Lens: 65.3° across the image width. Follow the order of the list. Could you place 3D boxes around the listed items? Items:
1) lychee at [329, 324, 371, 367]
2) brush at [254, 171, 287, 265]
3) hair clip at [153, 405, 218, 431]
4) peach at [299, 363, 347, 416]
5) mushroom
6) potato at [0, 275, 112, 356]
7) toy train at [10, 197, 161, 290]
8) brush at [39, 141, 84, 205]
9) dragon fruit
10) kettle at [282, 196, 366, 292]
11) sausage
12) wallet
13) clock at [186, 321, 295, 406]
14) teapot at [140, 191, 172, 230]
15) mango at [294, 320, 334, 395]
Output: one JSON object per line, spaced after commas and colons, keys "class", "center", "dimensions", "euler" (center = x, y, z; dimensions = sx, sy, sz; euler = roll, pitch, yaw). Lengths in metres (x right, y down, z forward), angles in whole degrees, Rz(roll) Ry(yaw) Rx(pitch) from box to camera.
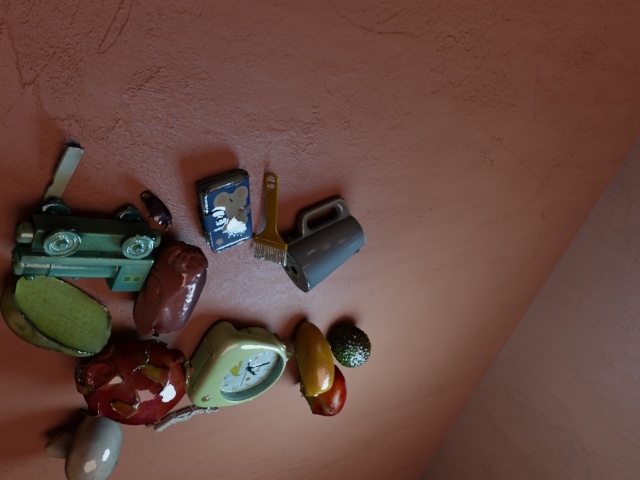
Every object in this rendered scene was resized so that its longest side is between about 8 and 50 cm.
{"class": "lychee", "center": [0.109, 0.398, 1.891], "dimensions": [0.171, 0.171, 0.171], "euler": [-21, 136, -22]}
{"class": "brush", "center": [-0.134, -0.057, 1.354], "dimensions": [0.013, 0.103, 0.273], "euler": [-51, 150, -55]}
{"class": "hair clip", "center": [-0.454, 0.586, 1.696], "dimensions": [0.225, 0.034, 0.072], "euler": [-12, 128, -28]}
{"class": "peach", "center": [0.018, 0.540, 1.861], "dimensions": [0.158, 0.267, 0.154], "euler": [-5, 95, -13]}
{"class": "mushroom", "center": [-0.677, 0.595, 1.427], "dimensions": [0.204, 0.204, 0.204], "euler": [-21, 136, -22]}
{"class": "potato", "center": [-0.618, 0.185, 1.142], "dimensions": [0.111, 0.160, 0.272], "euler": [-22, 143, 14]}
{"class": "toy train", "center": [-0.506, 0.023, 1.089], "dimensions": [0.298, 0.120, 0.194], "euler": [5, 128, -44]}
{"class": "brush", "center": [-0.531, -0.127, 1.015], "dimensions": [0.033, 0.030, 0.178], "euler": [4, 133, -51]}
{"class": "dragon fruit", "center": [-0.493, 0.382, 1.346], "dimensions": [0.250, 0.250, 0.315], "euler": [-41, 158, -1]}
{"class": "kettle", "center": [0.000, 0.000, 1.477], "dimensions": [0.243, 0.160, 0.211], "euler": [-34, 112, -20]}
{"class": "sausage", "center": [-0.378, 0.122, 1.256], "dimensions": [0.152, 0.152, 0.280], "euler": [4, 123, -40]}
{"class": "wallet", "center": [-0.240, -0.074, 1.265], "dimensions": [0.141, 0.059, 0.202], "euler": [-26, 140, -28]}
{"class": "clock", "center": [-0.250, 0.406, 1.635], "dimensions": [0.348, 0.117, 0.286], "euler": [15, 114, -46]}
{"class": "teapot", "center": [-0.381, -0.067, 1.155], "dimensions": [0.045, 0.068, 0.100], "euler": [-37, 104, -3]}
{"class": "mango", "center": [-0.025, 0.406, 1.742], "dimensions": [0.125, 0.252, 0.154], "euler": [-9, 175, -20]}
